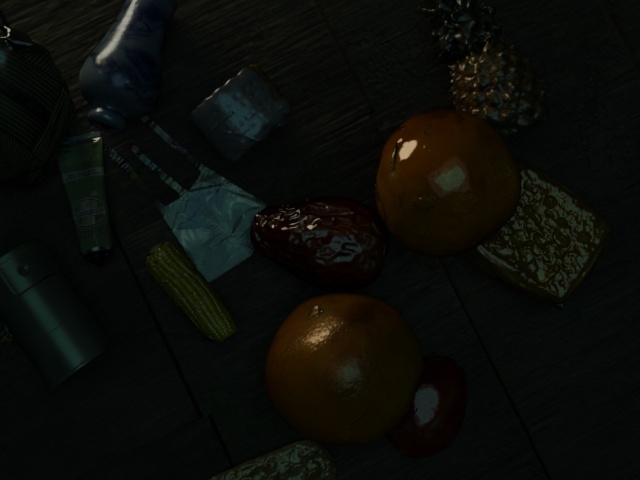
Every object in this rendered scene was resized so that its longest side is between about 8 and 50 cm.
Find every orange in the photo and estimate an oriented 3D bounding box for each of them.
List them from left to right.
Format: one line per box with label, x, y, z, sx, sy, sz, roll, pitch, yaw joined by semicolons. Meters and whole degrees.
orange;0.038;0.208;1.532;0.261;0.261;0.261;0;87;-6
orange;0.203;-0.093;1.535;0.246;0.246;0.246;0;87;-6

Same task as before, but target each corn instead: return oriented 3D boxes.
corn;-0.222;0.090;1.604;0.072;0.072;0.203;-40;93;-7

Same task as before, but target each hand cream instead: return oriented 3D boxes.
hand cream;-0.402;-0.070;1.602;0.086;0.055;0.235;-11;82;-7

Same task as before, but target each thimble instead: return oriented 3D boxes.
thimble;-0.133;-0.216;1.598;0.151;0.127;0.118;-40;93;-6

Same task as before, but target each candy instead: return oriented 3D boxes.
candy;-0.539;0.138;1.592;0.023;0.025;0.083;-1;77;-34

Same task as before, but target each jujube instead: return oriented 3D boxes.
jujube;0.000;0.000;1.593;0.236;0.168;0.168;10;86;3

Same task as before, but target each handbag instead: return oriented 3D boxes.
handbag;-0.584;-0.236;1.495;0.340;0.240;0.247;16;79;-3

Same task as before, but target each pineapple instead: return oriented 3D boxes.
pineapple;0.274;-0.338;1.638;0.169;0.169;0.341;-22;88;-7

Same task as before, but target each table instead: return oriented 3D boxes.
table;-0.457;0.122;1.546;0.126;0.126;0.220;-36;91;-7

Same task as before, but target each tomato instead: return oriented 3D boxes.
tomato;0.188;0.294;1.632;0.166;0.082;0.174;-7;86;-7

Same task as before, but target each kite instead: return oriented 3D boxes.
kite;-0.226;-0.088;1.640;0.169;0.015;0.310;-41;94;-7

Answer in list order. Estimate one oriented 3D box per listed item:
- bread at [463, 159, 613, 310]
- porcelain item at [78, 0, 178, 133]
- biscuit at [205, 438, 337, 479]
bread;0.379;-0.007;1.664;0.235;0.099;0.210;34;82;2
porcelain item;-0.324;-0.309;1.583;0.141;0.141;0.259;18;75;-5
biscuit;-0.090;0.431;1.621;0.247;0.029;0.118;-21;90;-7
